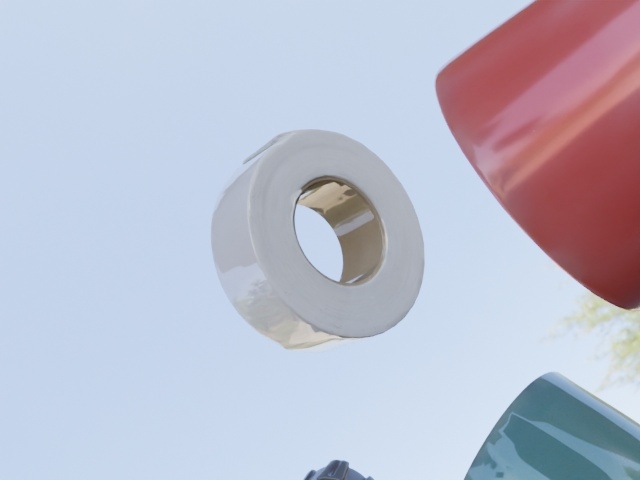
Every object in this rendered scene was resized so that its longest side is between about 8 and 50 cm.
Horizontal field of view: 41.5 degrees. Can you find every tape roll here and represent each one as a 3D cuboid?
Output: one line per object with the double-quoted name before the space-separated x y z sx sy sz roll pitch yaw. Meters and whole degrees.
"tape roll" 0.000 0.000 1.111 0.286 0.286 0.100 -12 -10 -39

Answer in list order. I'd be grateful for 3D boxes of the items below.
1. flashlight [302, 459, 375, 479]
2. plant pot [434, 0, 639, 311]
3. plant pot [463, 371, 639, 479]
"flashlight" -0.022 0.339 0.852 0.103 0.103 0.304 -60 -9 25
"plant pot" 0.270 -0.120 0.673 0.243 0.275 0.274 -43 -29 28
"plant pot" 0.314 0.336 0.972 0.293 0.235 0.293 -32 -44 -38
